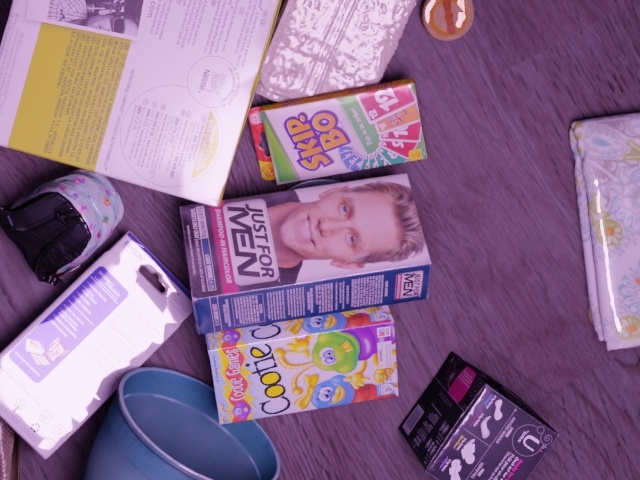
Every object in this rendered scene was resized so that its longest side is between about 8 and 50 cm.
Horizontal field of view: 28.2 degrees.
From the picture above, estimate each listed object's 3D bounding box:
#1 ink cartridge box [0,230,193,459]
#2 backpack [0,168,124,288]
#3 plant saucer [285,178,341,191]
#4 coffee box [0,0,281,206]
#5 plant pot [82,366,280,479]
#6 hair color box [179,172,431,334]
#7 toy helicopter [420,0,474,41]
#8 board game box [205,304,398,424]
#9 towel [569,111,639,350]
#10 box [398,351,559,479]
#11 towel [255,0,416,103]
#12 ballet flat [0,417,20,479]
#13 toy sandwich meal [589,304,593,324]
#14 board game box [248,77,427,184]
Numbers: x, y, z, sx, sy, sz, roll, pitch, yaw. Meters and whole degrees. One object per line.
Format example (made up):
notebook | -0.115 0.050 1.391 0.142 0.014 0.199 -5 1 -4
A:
ink cartridge box | -0.356 0.156 1.939 0.332 0.065 0.165 -44 99 -11
backpack | -0.378 -0.032 1.878 0.152 0.182 0.115 50 46 -12
plant saucer | 0.000 0.000 1.995 0.195 0.037 0.195 -1 96 -7
coffee box | -0.256 -0.257 1.785 0.334 0.337 0.338 16 94 -8
plant pot | -0.239 0.372 1.910 0.271 0.272 0.255 30 108 -9
hair color box | -0.024 0.017 1.881 0.347 0.105 0.174 -9 56 -6
toy helicopter | 0.226 -0.477 1.927 0.235 0.140 0.355 17 107 -15
board game box | -0.032 0.164 1.935 0.275 0.142 0.144 -9 120 -5
towel | 0.575 -0.024 2.020 0.320 0.090 0.374 -7 91 -8
box | 0.235 0.294 1.948 0.142 0.247 0.163 34 92 -8
towel | 0.029 -0.319 1.936 0.187 0.049 0.282 22 106 -10
ballet flat | -0.474 0.362 1.962 0.058 0.084 0.250 -6 91 -4
toy sandwich meal | 0.475 0.119 2.066 0.085 0.029 0.086 -1 96 -7
board game box | 0.025 -0.164 1.947 0.259 0.039 0.124 -9 113 8
